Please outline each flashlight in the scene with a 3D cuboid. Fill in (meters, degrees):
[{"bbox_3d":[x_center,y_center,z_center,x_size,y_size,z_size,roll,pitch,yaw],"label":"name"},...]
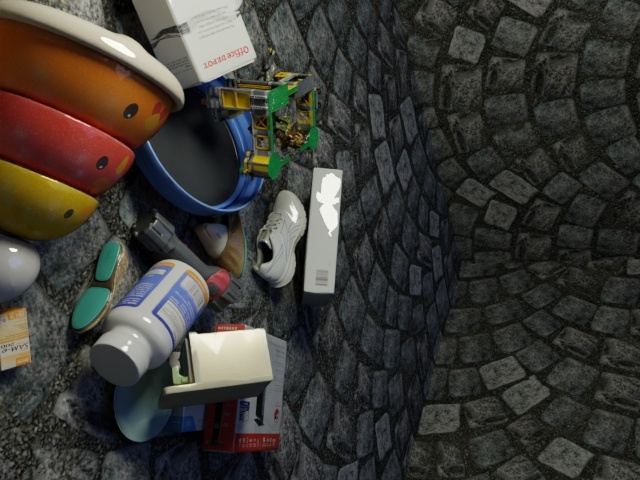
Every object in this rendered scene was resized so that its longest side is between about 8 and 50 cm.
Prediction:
[{"bbox_3d":[-0.310,0.045,1.544,0.304,0.103,0.103,50,44,-35],"label":"flashlight"}]

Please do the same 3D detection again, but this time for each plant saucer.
[{"bbox_3d":[-0.392,0.336,1.445,0.195,0.037,0.195,12,77,-62],"label":"plant saucer"}]

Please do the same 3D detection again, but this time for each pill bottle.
[{"bbox_3d":[-0.357,0.172,1.388,0.272,0.152,0.152,-58,138,-52],"label":"pill bottle"}]

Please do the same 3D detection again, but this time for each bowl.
[{"bbox_3d":[-0.288,-0.242,1.553,0.391,0.077,0.392,30,51,-44],"label":"bowl"}]

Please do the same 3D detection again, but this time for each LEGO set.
[{"bbox_3d":[-0.148,-0.295,1.602,0.331,0.192,0.255,-53,146,-48],"label":"LEGO set"}]

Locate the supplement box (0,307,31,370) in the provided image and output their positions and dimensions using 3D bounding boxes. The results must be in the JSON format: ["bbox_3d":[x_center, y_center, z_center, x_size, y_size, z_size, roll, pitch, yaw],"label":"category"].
[{"bbox_3d":[-0.544,0.171,1.155,0.062,0.036,0.099,-12,99,-63],"label":"supplement box"}]

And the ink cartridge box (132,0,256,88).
[{"bbox_3d":[-0.283,-0.491,1.460,0.197,0.114,0.273,-40,116,-44],"label":"ink cartridge box"}]

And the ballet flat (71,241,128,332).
[{"bbox_3d":[-0.437,0.102,1.346,0.067,0.073,0.206,72,31,-57],"label":"ballet flat"}]

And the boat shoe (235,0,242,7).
[{"bbox_3d":[-0.288,-0.543,1.681,0.088,0.096,0.268,34,66,-22],"label":"boat shoe"}]

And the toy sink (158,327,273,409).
[{"bbox_3d":[-0.243,0.280,1.470,0.153,0.234,0.131,123,-41,-58],"label":"toy sink"}]

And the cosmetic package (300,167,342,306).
[{"bbox_3d":[0.000,0.000,2.063,0.284,0.097,0.378,97,-2,-76],"label":"cosmetic package"}]

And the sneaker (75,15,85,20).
[{"bbox_3d":[-0.458,-0.348,1.349,0.087,0.083,0.221,-79,159,-53],"label":"sneaker"}]

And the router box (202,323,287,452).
[{"bbox_3d":[-0.187,0.390,1.729,0.335,0.082,0.302,45,47,-68],"label":"router box"}]

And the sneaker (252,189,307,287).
[{"bbox_3d":[-0.122,-0.017,1.947,0.129,0.110,0.297,34,56,-51],"label":"sneaker"}]

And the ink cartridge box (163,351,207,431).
[{"bbox_3d":[-0.313,0.357,1.574,0.104,0.060,0.180,23,67,-61],"label":"ink cartridge box"}]

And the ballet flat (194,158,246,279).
[{"bbox_3d":[-0.259,-0.067,1.674,0.124,0.116,0.343,13,73,-53],"label":"ballet flat"}]

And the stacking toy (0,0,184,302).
[{"bbox_3d":[-0.468,-0.121,1.130,0.350,0.350,0.480,27,81,-60],"label":"stacking toy"}]
